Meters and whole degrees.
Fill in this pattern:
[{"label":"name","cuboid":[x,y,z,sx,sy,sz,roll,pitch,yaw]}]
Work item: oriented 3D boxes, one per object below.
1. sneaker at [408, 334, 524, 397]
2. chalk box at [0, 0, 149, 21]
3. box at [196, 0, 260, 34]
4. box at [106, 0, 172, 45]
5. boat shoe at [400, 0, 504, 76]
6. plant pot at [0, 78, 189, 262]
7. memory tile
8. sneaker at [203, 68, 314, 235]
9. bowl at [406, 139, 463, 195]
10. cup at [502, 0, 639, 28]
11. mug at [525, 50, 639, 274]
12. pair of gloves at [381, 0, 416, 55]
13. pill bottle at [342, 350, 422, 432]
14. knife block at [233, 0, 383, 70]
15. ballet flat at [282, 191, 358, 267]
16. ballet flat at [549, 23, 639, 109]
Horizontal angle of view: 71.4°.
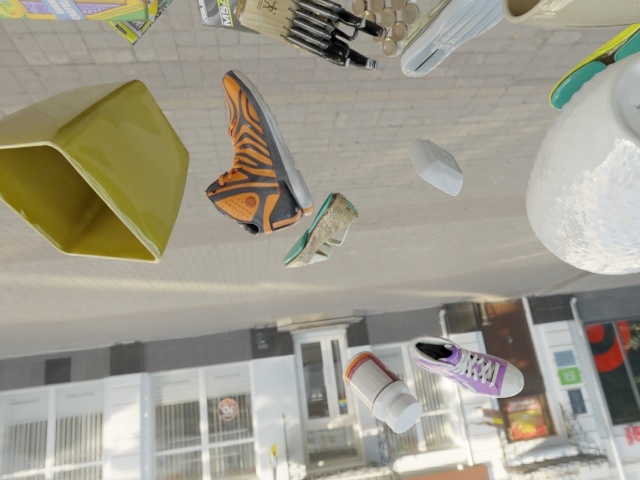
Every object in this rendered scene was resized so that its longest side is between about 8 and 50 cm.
[{"label":"sneaker","cuboid":[0.347,0.300,1.057,0.281,0.102,0.161,14,164,14]},{"label":"chalk box","cuboid":[-0.392,-0.418,0.579,0.288,0.181,0.179,-7,175,-17]},{"label":"box","cuboid":[-0.231,-0.625,1.103,0.184,0.045,0.191,16,140,16]},{"label":"box","cuboid":[-0.387,-0.501,0.804,0.159,0.044,0.233,-44,132,8]},{"label":"boat shoe","cuboid":[0.265,-0.453,0.903,0.109,0.094,0.302,4,164,-33]},{"label":"plant pot","cuboid":[-0.317,-0.111,0.639,0.212,0.187,0.212,2,141,25]},{"label":"memory tile","cuboid":[0.120,-0.435,0.841,0.012,0.148,0.113,-24,165,-33]},{"label":"sneaker","cuboid":[-0.155,-0.158,0.845,0.179,0.321,0.124,-26,174,-5]},{"label":"bowl","cuboid":[0.289,-0.186,1.092,0.142,0.142,0.053,24,127,-28]},{"label":"cup","cuboid":[0.391,-0.386,0.484,0.236,0.332,0.331,14,162,-2]},{"label":"mug","cuboid":[0.493,-0.076,0.657,0.275,0.375,0.328,-20,157,10]},{"label":"pair of gloves","cuboid":[0.246,-0.641,1.253,0.042,0.240,0.204,26,-156,11]},{"label":"pill bottle","cuboid":[0.170,0.418,1.242,0.121,0.121,0.221,7,-160,-40]},{"label":"knife block","cuboid":[-0.020,-0.383,0.783,0.241,0.276,0.088,15,115,-22]},{"label":"ballet flat","cuboid":[0.000,0.000,0.783,0.067,0.073,0.206,30,138,-9]},{"label":"ballet flat","cuboid":[0.537,-0.332,0.823,0.077,0.077,0.231,40,136,-10]}]
